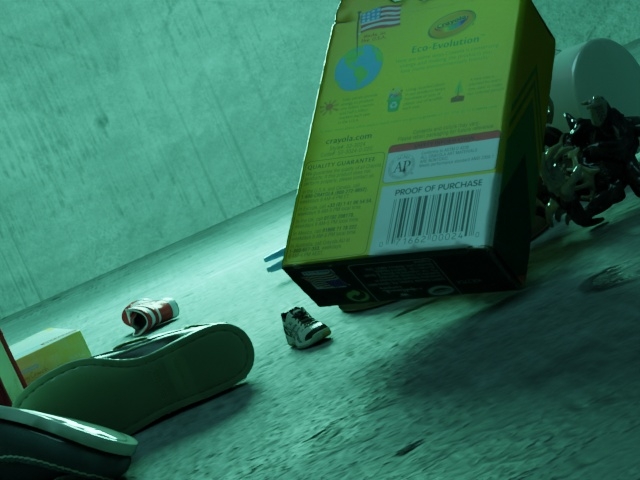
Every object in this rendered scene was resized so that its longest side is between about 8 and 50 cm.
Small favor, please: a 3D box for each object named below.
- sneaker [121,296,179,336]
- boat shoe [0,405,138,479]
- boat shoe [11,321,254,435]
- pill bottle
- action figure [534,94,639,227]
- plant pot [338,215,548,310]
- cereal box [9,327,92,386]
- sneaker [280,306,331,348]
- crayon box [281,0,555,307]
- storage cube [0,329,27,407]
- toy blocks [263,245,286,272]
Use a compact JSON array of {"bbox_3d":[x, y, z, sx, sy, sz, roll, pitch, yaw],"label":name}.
[{"bbox_3d":[-0.255,0.107,2.302,0.067,0.042,0.118,-24,7,-42],"label":"sneaker"},{"bbox_3d":[-0.268,0.192,1.408,0.116,0.099,0.319,22,-16,-41],"label":"boat shoe"},{"bbox_3d":[-0.172,0.134,1.538,0.228,0.081,0.069,-17,2,-6],"label":"boat shoe"},{"bbox_3d":[0.228,-0.126,1.912,0.283,0.161,0.161,-18,8,47],"label":"pill bottle"},{"bbox_3d":[0.199,-0.072,1.549,0.276,0.141,0.164,-28,44,-8],"label":"action figure"},{"bbox_3d":[0.108,-0.024,1.707,0.237,0.110,0.237,-22,6,2],"label":"plant pot"},{"bbox_3d":[-0.421,0.176,2.300,0.173,0.047,0.240,-25,6,-17],"label":"cereal box"},{"bbox_3d":[-0.018,0.081,1.594,0.032,0.037,0.083,-24,7,-23],"label":"sneaker"},{"bbox_3d":[0.096,-0.101,1.487,0.202,0.081,0.318,-6,57,30],"label":"crayon box"},{"bbox_3d":[-0.474,0.158,1.981,0.193,0.183,0.215,-24,6,-3],"label":"storage cube"},{"bbox_3d":[0.000,0.000,2.207,0.148,0.054,0.123,-23,6,8],"label":"toy blocks"}]
